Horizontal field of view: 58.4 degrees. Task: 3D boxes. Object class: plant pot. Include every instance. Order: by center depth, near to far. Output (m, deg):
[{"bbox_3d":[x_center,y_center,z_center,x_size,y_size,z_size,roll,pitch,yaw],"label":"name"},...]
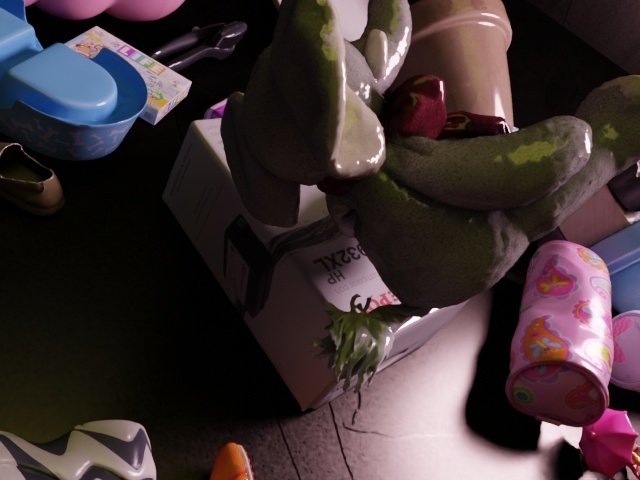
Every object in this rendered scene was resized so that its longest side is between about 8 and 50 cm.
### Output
[{"bbox_3d":[0.241,-0.273,1.033,0.263,0.263,0.229,-2,68,-36],"label":"plant pot"}]

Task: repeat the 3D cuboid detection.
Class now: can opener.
[{"bbox_3d":[-0.195,-0.304,0.893,0.059,0.073,0.186,48,50,4],"label":"can opener"}]

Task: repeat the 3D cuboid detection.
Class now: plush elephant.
[{"bbox_3d":[0.050,-0.083,0.470,0.330,0.272,0.255,-43,106,-24],"label":"plush elephant"}]

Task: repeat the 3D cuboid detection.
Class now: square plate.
[{"bbox_3d":[0.021,-0.505,1.246,0.344,0.049,0.347,-1,51,-34],"label":"square plate"}]

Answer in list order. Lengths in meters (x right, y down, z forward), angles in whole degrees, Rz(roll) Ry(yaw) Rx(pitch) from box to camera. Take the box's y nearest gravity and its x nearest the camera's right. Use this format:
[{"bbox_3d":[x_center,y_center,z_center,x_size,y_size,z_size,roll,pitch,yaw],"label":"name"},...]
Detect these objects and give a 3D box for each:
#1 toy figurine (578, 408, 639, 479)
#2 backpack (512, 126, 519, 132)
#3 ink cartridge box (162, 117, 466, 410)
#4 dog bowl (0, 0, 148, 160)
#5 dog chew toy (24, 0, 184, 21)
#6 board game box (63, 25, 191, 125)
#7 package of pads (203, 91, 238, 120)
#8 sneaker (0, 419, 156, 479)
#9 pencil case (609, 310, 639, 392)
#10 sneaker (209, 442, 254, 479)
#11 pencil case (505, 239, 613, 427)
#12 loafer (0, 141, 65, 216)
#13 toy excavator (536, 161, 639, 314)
[{"bbox_3d":[0.395,0.268,0.693,0.159,0.130,0.173,40,17,22],"label":"toy figurine"},{"bbox_3d":[0.369,-0.168,1.117,0.105,0.084,0.114,47,39,12],"label":"backpack"},{"bbox_3d":[0.000,0.000,0.661,0.223,0.129,0.307,-17,62,-43],"label":"ink cartridge box"},{"bbox_3d":[-0.351,-0.197,0.665,0.297,0.074,0.166,29,40,-5],"label":"dog bowl"},{"bbox_3d":[-0.337,-0.401,0.794,0.332,0.206,0.206,-28,69,-38],"label":"dog chew toy"},{"bbox_3d":[-0.270,-0.228,0.787,0.154,0.026,0.103,29,39,-6],"label":"board game box"},{"bbox_3d":[-0.126,-0.183,0.835,0.050,0.032,0.083,35,39,5],"label":"package of pads"},{"bbox_3d":[-0.206,0.203,0.345,0.235,0.094,0.153,10,36,-40],"label":"sneaker"},{"bbox_3d":[0.550,0.184,0.857,0.273,0.124,0.113,15,44,-21],"label":"pencil case"},{"bbox_3d":[-0.084,0.232,0.427,0.067,0.064,0.175,12,41,-10],"label":"sneaker"},{"bbox_3d":[0.330,0.117,0.782,0.124,0.124,0.284,35,39,1],"label":"pencil case"},{"bbox_3d":[-0.328,-0.079,0.580,0.148,0.050,0.056,26,40,-10],"label":"loafer"},{"bbox_3d":[0.638,0.069,0.999,0.433,0.222,0.445,-11,70,-38],"label":"toy excavator"}]
